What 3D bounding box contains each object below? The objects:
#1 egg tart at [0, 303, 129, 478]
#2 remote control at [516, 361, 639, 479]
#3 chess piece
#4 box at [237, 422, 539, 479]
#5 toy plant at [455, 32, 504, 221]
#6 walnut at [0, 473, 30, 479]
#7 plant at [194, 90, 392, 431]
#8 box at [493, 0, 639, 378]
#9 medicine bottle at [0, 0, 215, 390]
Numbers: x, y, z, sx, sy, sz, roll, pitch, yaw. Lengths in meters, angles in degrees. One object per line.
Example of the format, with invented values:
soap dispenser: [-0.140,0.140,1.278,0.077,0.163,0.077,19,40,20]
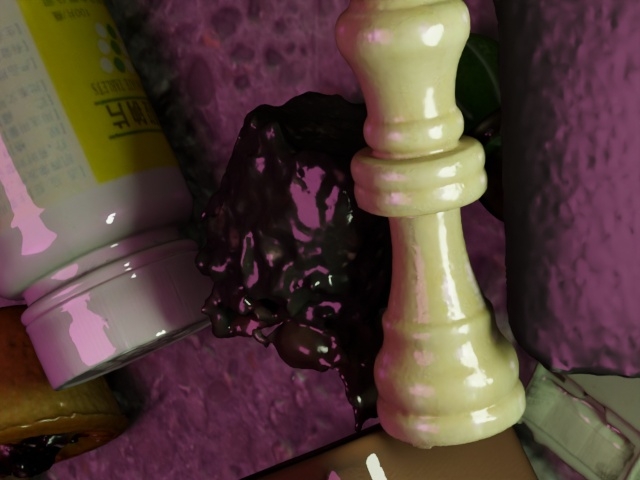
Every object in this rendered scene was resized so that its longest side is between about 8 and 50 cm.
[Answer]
egg tart: [-0.318,0.167,1.487,0.215,0.215,0.170,-30,67,42]
remote control: [0.245,0.070,1.075,0.123,0.038,0.285,37,126,29]
chess piece: [0.073,-0.053,1.013,0.117,0.117,0.397,5,111,40]
box: [0.030,0.289,1.189,0.339,0.239,0.229,-28,81,42]
toy plant: [0.131,-0.095,1.083,0.162,0.093,0.093,54,130,18]
walnut: [-0.426,0.281,1.636,0.184,0.155,0.155,-11,95,43]
plant: [0.000,0.000,1.168,0.204,0.178,0.233,24,121,29]
box: [0.286,-0.075,0.916,0.359,0.091,0.350,0,98,29]
medicine bottle: [-0.248,-0.064,1.336,0.214,0.214,0.378,-29,84,42]
